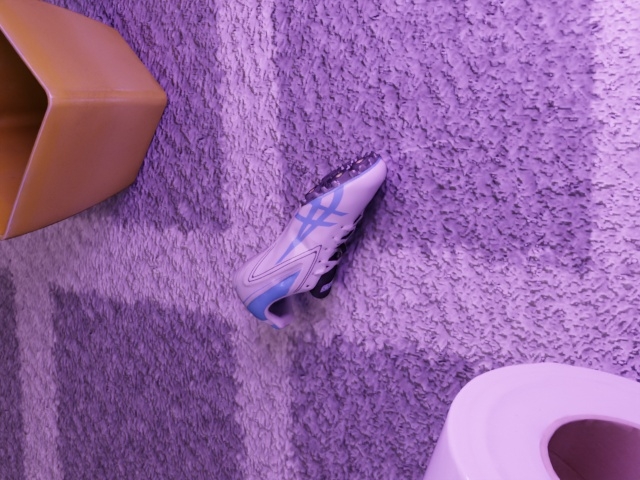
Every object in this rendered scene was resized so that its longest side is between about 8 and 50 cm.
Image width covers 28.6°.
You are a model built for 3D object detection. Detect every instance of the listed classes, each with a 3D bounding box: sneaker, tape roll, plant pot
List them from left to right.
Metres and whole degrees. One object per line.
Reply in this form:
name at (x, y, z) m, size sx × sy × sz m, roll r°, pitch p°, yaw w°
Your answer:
plant pot at (-0.309, -0.153, 1.472) m, size 0.212 × 0.187 × 0.212 m, roll 51°, pitch 130°, yaw 29°
sneaker at (0.000, 0.000, 1.246) m, size 0.086 × 0.085 × 0.237 m, roll 43°, pitch 127°, yaw 2°
tape roll at (0.209, 0.206, 0.884) m, size 0.286 × 0.286 × 0.100 m, roll 40°, pitch 123°, yaw 37°
